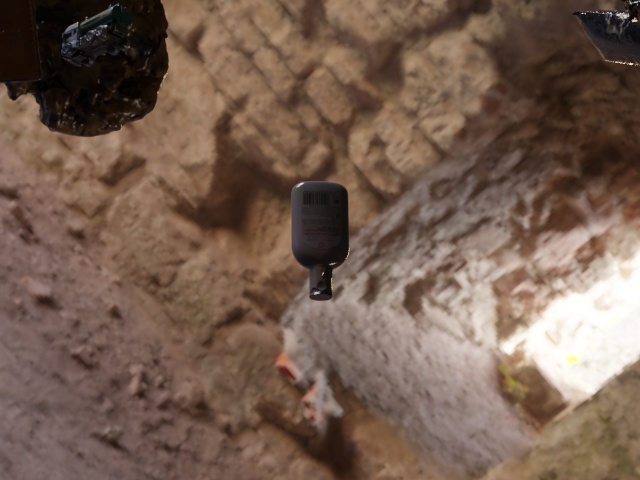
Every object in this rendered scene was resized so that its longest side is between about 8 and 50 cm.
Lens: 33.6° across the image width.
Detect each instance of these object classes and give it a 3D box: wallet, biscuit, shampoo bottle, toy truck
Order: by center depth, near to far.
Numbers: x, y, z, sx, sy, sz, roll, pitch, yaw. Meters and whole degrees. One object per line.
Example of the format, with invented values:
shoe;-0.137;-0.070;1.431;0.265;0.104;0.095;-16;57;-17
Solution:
wallet;-0.398;-0.235;1.112;0.042;0.195;0.161;163;-82;-71
toy truck;-0.238;-0.218;1.127;0.039;0.083;0.044;20;61;-51
shampoo bottle;0.000;0.000;1.441;0.040;0.079;0.165;113;-22;-67
biscuit;-0.360;-0.323;1.584;0.081;0.289;0.334;-7;-84;60

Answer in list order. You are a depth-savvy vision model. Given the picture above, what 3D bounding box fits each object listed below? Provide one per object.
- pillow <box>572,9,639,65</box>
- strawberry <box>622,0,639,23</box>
pillow;0.502;-0.311;1.660;0.208;0.055;0.141;23;-17;46
strawberry;0.430;-0.312;1.271;0.048;0.152;0.104;38;24;-44
